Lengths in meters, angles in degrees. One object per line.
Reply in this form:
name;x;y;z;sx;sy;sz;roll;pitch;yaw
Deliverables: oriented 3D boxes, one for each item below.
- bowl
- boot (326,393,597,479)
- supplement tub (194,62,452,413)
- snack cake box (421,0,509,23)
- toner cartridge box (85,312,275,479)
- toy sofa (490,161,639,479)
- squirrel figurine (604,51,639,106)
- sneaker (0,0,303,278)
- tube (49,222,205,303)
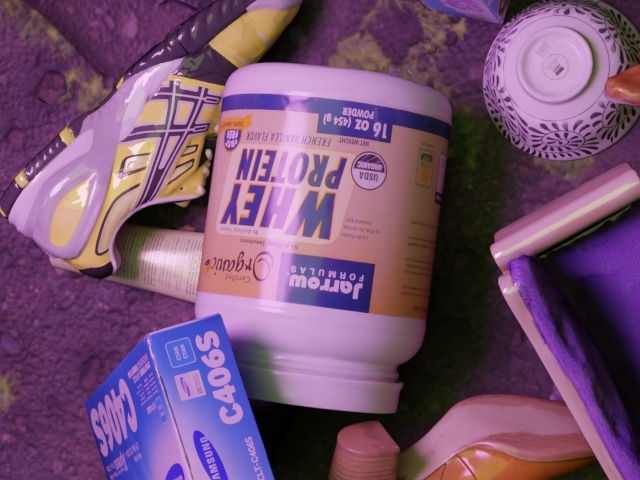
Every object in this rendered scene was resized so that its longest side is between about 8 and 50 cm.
bowl;0.237;-0.168;1.537;0.170;0.080;0.170;-1;85;16
boot;0.132;0.268;1.525;0.295;0.104;0.211;-3;119;-17
supplement tub;0.000;0.000;1.518;0.228;0.228;0.316;6;87;17
snack cake box;0.133;-0.312;1.482;0.089;0.264;0.152;15;91;17
toner cartridge box;-0.144;0.192;1.497;0.075;0.348;0.165;-16;79;-21
toy sofa;0.301;0.123;1.391;0.150;0.177;0.363;-29;97;11
squirrel figurine;0.424;-0.066;1.305;0.281;0.397;0.370;-39;87;17
sneaker;-0.154;-0.123;1.626;0.384;0.145;0.147;-44;98;-2
tube;-0.170;0.023;1.661;0.240;0.062;0.070;10;130;14
